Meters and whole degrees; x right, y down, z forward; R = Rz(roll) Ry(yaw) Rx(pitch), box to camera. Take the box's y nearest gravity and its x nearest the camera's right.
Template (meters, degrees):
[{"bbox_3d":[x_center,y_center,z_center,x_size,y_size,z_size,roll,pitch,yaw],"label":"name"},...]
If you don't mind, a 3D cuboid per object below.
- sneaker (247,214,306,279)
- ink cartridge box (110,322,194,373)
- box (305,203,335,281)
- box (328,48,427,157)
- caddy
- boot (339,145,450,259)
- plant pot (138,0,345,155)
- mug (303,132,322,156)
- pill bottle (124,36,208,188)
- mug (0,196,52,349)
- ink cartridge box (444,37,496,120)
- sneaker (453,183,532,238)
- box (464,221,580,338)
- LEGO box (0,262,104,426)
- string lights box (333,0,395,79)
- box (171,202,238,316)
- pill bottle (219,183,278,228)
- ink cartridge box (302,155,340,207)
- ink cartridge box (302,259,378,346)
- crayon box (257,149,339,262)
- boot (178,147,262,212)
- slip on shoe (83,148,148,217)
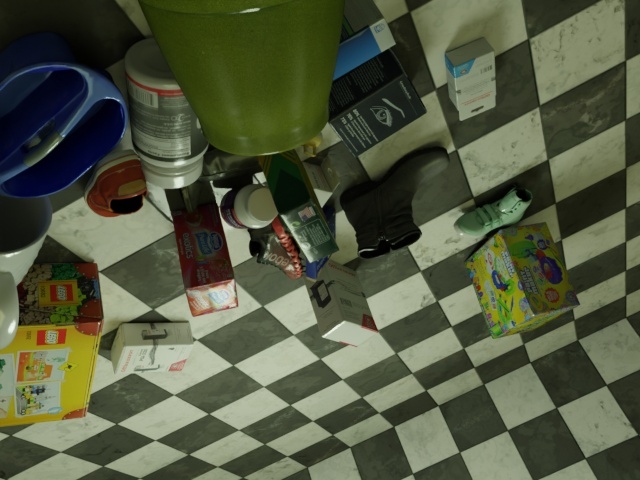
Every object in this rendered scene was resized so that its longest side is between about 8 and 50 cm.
[{"bbox_3d":[-0.126,0.027,1.817,0.135,0.097,0.276,-22,141,0],"label":"sneaker"},{"bbox_3d":[-0.521,0.332,2.004,0.218,0.092,0.158,4,136,-28],"label":"ink cartridge box"},{"bbox_3d":[0.000,0.000,1.829,0.037,0.136,0.225,20,145,18],"label":"box"},{"bbox_3d":[0.118,-0.317,1.502,0.207,0.108,0.153,-31,142,11],"label":"box"},{"bbox_3d":[-0.532,-0.223,1.231,0.341,0.179,0.241,-36,142,14],"label":"caddy"},{"bbox_3d":[0.230,-0.091,1.742,0.338,0.222,0.118,-31,141,12],"label":"boot"},{"bbox_3d":[-0.114,-0.346,1.084,0.367,0.366,0.353,-15,131,-9],"label":"plant pot"},{"bbox_3d":[-0.030,-0.244,1.557,0.064,0.062,0.078,17,92,-51],"label":"mug"},{"bbox_3d":[-0.308,-0.254,1.326,0.161,0.161,0.283,-8,142,-17],"label":"pill bottle"},{"bbox_3d":[-0.722,0.053,1.332,0.276,0.374,0.328,-14,153,-50],"label":"mug"},{"bbox_3d":[0.366,-0.389,1.577,0.104,0.060,0.180,-23,143,0],"label":"ink cartridge box"},{"bbox_3d":[0.532,-0.097,1.992,0.256,0.094,0.151,-16,150,-24],"label":"sneaker"},{"bbox_3d":[0.648,0.136,2.121,0.177,0.289,0.279,-9,160,-17],"label":"box"},{"bbox_3d":[-0.802,0.291,1.727,0.373,0.193,0.500,0,138,-27],"label":"LEGO box"},{"bbox_3d":[0.006,-0.397,1.327,0.260,0.133,0.077,-28,142,10],"label":"string lights box"},{"bbox_3d":[-0.290,0.045,1.625,0.123,0.256,0.128,-11,142,-10],"label":"box"},{"bbox_3d":[-0.168,-0.082,1.573,0.108,0.108,0.193,-2,-179,-24],"label":"pill bottle"},{"bbox_3d":[-0.033,-0.126,1.667,0.062,0.104,0.181,9,132,-35],"label":"ink cartridge box"},{"bbox_3d":[0.059,0.191,1.998,0.100,0.237,0.172,-38,140,25],"label":"ink cartridge box"},{"bbox_3d":[-0.067,-0.130,1.469,0.081,0.318,0.202,-24,142,4],"label":"crayon box"},{"bbox_3d":[-0.240,-0.159,1.564,0.209,0.076,0.189,-17,146,-17],"label":"boot"},{"bbox_3d":[-0.440,-0.097,1.414,0.123,0.101,0.331,-25,178,-26],"label":"slip on shoe"}]
